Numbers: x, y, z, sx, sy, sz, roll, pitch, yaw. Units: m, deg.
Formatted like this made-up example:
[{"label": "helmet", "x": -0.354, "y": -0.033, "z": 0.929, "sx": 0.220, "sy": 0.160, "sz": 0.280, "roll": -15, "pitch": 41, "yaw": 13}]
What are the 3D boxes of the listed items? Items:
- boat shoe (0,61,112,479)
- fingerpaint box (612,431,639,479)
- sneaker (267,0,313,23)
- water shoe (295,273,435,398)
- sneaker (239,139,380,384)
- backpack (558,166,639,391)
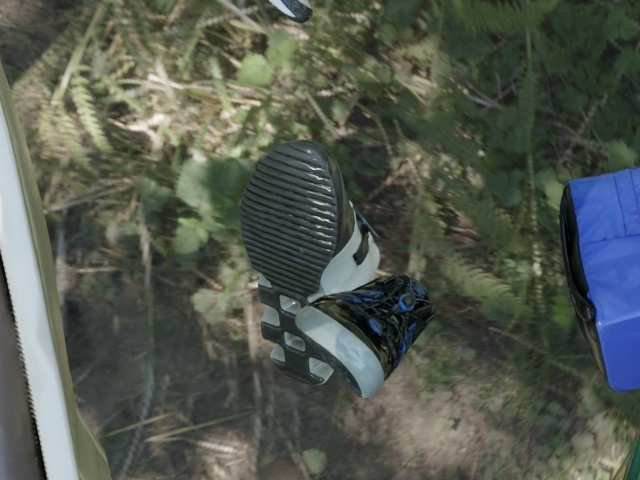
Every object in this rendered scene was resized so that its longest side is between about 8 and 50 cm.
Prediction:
[{"label": "boat shoe", "x": -0.145, "y": 0.043, "z": 0.479, "sx": 0.097, "sy": 0.116, "sz": 0.324, "roll": -13, "pitch": 104, "yaw": -9}, {"label": "fingerpaint box", "x": 0.316, "y": 0.340, "z": 0.585, "sx": 0.445, "sy": 0.163, "sz": 0.371, "roll": 17, "pitch": 62, "yaw": 12}, {"label": "sneaker", "x": -0.031, "y": -0.194, "z": 0.808, "sx": 0.044, "sy": 0.040, "sz": 0.109, "roll": -30, "pitch": 82, "yaw": 12}, {"label": "water shoe", "x": 0.035, "y": 0.051, "z": 0.837, "sx": 0.080, "sy": 0.203, "sz": 0.073, "roll": -43, "pitch": 89, "yaw": 2}, {"label": "sneaker", "x": 0.000, "y": 0.000, "z": 1.366, "sx": 0.122, "sy": 0.330, "sz": 0.146, "roll": 25, "pitch": 49, "yaw": 23}, {"label": "backpack", "x": 0.199, "y": 0.017, "z": 0.750, "sx": 0.101, "sy": 0.098, "sz": 0.120, "roll": -13, "pitch": 51, "yaw": 5}]
